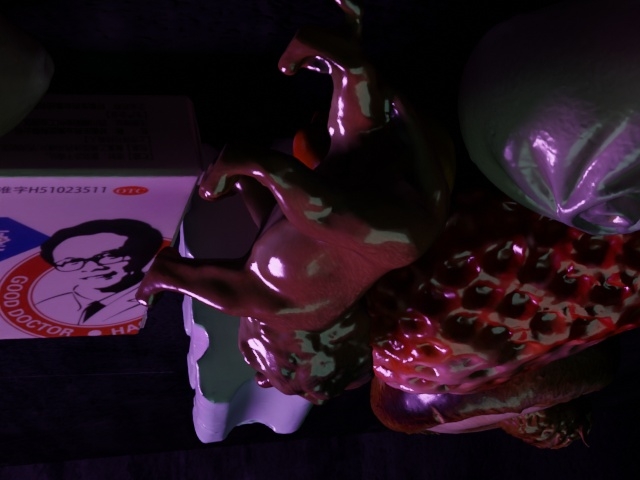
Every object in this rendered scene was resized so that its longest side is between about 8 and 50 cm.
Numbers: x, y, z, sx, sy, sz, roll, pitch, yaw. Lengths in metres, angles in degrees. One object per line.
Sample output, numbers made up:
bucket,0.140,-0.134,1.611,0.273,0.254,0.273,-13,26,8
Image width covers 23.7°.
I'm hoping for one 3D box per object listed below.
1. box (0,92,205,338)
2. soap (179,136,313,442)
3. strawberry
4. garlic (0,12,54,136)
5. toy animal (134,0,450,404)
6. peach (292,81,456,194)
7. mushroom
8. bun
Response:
box,-0.267,-0.009,0.944,0.353,0.069,0.214,-2,151,-20
soap,-0.054,0.047,1.138,0.095,0.173,0.289,-6,166,-6
strawberry,0.176,0.042,1.272,0.336,0.149,0.265,-15,162,31
garlic,-0.278,-0.082,0.691,0.318,0.112,0.143,10,168,-18
toy animal,0.000,0.000,0.864,0.157,0.097,0.312,31,144,-6
peach,0.037,-0.046,0.936,0.100,0.101,0.101,-5,167,-1
mushroom,0.195,0.139,1.672,0.278,0.163,0.297,15,156,-36
bun,0.165,-0.065,0.883,0.172,0.120,0.173,-3,167,-1
